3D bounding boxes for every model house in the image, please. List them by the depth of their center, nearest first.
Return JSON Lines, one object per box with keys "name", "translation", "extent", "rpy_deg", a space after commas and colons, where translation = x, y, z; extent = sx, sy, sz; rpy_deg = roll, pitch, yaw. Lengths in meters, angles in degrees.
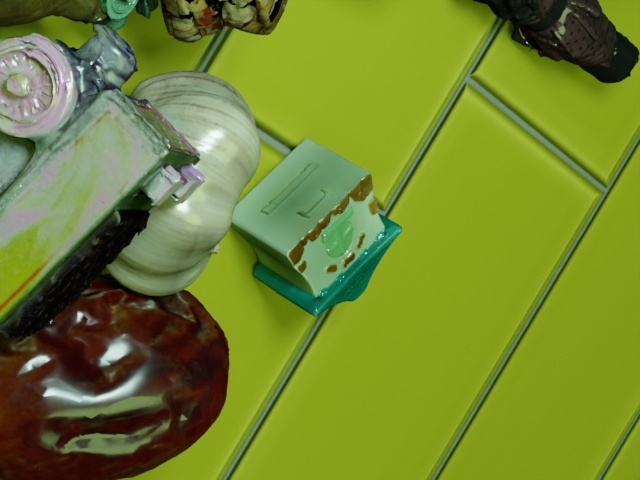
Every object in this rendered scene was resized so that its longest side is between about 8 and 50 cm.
{"name": "model house", "translation": [0.000, 0.000, 1.870], "extent": [0.127, 0.100, 0.149], "rpy_deg": [-45, 140, -16]}

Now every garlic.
{"name": "garlic", "translation": [-0.174, -0.068, 1.640], "extent": [0.226, 0.199, 0.199], "rpy_deg": [21, 99, -16]}

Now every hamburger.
{"name": "hamburger", "translation": [-0.064, -0.269, 1.580], "extent": [0.231, 0.106, 0.231], "rpy_deg": [8, 90, -77]}

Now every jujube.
{"name": "jujube", "translation": [-0.197, 0.125, 1.681], "extent": [0.243, 0.183, 0.183], "rpy_deg": [-20, 127, -25]}

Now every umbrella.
{"name": "umbrella", "translation": [0.235, -0.241, 1.970], "extent": [0.326, 0.090, 0.094], "rpy_deg": [25, 92, -50]}

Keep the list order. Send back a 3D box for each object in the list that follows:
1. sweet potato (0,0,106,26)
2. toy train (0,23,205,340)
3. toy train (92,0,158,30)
{"name": "sweet potato", "translation": [-0.284, -0.254, 1.398], "extent": [0.158, 0.158, 0.370], "rpy_deg": [-52, 146, -9]}
{"name": "toy train", "translation": [-0.228, -0.046, 1.508], "extent": [0.261, 0.177, 0.134], "rpy_deg": [-44, 173, 6]}
{"name": "toy train", "translation": [-0.161, -0.271, 1.554], "extent": [0.132, 0.083, 0.200], "rpy_deg": [-40, 144, -37]}
